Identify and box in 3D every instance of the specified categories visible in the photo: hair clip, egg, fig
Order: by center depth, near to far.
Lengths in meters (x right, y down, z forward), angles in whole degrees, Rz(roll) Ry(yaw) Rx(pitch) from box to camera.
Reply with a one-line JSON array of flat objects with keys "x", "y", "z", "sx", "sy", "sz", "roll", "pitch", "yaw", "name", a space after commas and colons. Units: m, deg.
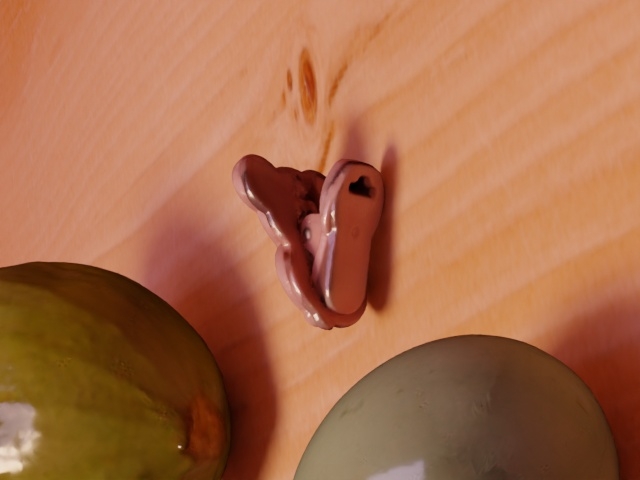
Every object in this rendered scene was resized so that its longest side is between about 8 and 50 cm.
[{"x": 0.082, "y": 0.179, "z": 1.101, "sx": 0.282, "sy": 0.203, "sz": 0.203, "roll": -57, "pitch": 41, "yaw": 41, "name": "egg"}, {"x": -0.008, "y": 0.000, "z": 1.392, "sx": 0.102, "sy": 0.123, "sz": 0.138, "roll": 7, "pitch": 93, "yaw": 43, "name": "hair clip"}, {"x": -0.236, "y": 0.177, "z": 1.631, "sx": 0.343, "sy": 0.343, "sz": 0.343, "roll": 1, "pitch": 91, "yaw": 63, "name": "fig"}]
